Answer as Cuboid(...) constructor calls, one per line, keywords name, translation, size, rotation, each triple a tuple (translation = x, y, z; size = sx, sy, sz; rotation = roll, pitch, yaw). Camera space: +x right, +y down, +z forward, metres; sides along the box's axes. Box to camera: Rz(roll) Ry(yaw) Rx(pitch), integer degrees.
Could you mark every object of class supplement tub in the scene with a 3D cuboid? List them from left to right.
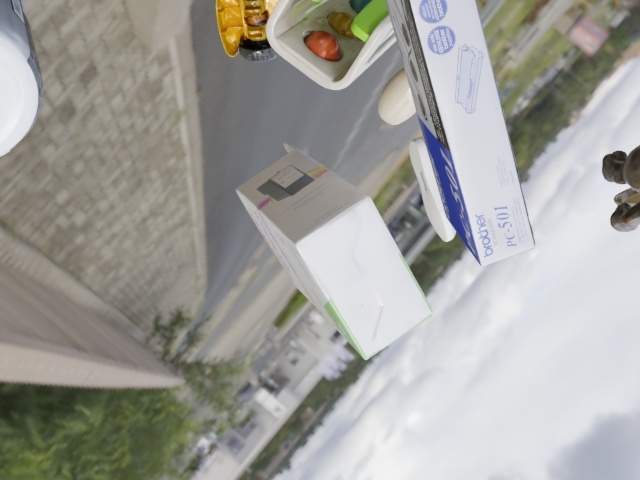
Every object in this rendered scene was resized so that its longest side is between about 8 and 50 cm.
Cuboid(name="supplement tub", translation=(-0.475, -0.262, 1.261), size=(0.207, 0.207, 0.338), rotation=(-52, -141, 20))

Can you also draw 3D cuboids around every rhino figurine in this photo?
Cuboid(name="rhino figurine", translation=(0.329, -0.110, 0.812), size=(0.243, 0.073, 0.106), rotation=(-48, -176, -8))

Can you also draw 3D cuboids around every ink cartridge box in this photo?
Cuboid(name="ink cartridge box", translation=(0.000, 0.000, 1.415), size=(0.119, 0.207, 0.353), rotation=(-34, -155, -7))
Cuboid(name="ink cartridge box", translation=(0.097, -0.094, 0.710), size=(0.046, 0.207, 0.097), rotation=(-20, -156, -1))

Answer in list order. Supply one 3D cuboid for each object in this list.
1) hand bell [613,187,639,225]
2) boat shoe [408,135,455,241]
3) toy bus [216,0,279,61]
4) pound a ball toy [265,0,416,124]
Cuboid(name="hand bell", translation=(0.374, 0.062, 0.969), size=(0.126, 0.242, 0.126), rotation=(-14, -171, 2))
Cuboid(name="boat shoe", translation=(0.204, -0.092, 1.678), size=(0.063, 0.184, 0.066), rotation=(-21, -176, -13))
Cuboid(name="toy bus", translation=(-0.063, -0.436, 1.818), size=(0.211, 0.220, 0.150), rotation=(-77, 164, -55))
Cuboid(name="pound a ball toy", translation=(0.068, -0.262, 1.251), size=(0.136, 0.208, 0.319), rotation=(-54, 179, 38))
